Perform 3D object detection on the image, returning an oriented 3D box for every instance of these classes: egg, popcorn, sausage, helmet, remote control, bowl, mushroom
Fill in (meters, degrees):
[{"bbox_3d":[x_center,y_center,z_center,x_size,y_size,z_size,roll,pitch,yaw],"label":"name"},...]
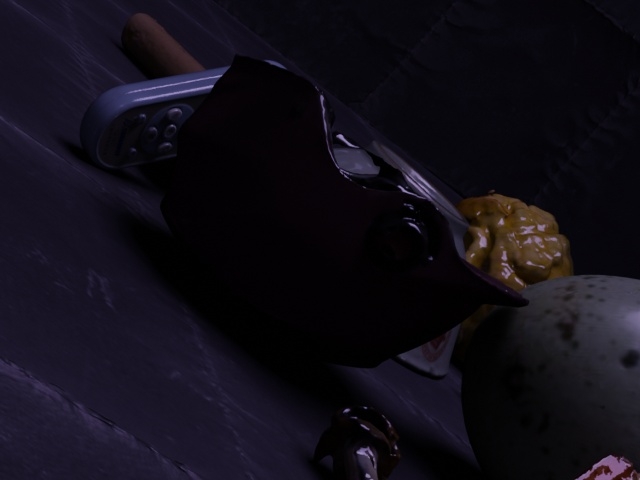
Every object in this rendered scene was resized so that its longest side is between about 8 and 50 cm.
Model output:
[{"bbox_3d":[0.305,0.186,1.565,0.379,0.288,0.287,38,9,5],"label":"egg"},{"bbox_3d":[0.233,0.061,2.127,0.250,0.190,0.250,-8,90,-76],"label":"popcorn"},{"bbox_3d":[-0.149,-0.183,2.164,0.301,0.066,0.066,43,9,23],"label":"sausage"},{"bbox_3d":[0.000,0.000,1.483,0.338,0.197,0.271,46,1,-8],"label":"helmet"},{"bbox_3d":[-0.125,-0.124,1.621,0.244,0.087,0.047,-14,48,-38],"label":"remote control"},{"bbox_3d":[0.068,-0.009,1.930,0.337,0.157,0.337,41,9,-8],"label":"bowl"},{"bbox_3d":[0.038,0.192,1.223,0.060,0.061,0.187,22,28,-22],"label":"mushroom"}]

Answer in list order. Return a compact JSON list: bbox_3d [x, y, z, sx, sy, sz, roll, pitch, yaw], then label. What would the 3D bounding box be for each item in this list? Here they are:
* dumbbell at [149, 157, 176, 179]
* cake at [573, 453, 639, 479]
[{"bbox_3d":[-0.066,-0.063,1.723,0.231,0.082,0.092,29,49,-3],"label":"dumbbell"},{"bbox_3d":[0.185,0.254,1.156,0.158,0.159,0.262,47,12,15],"label":"cake"}]
